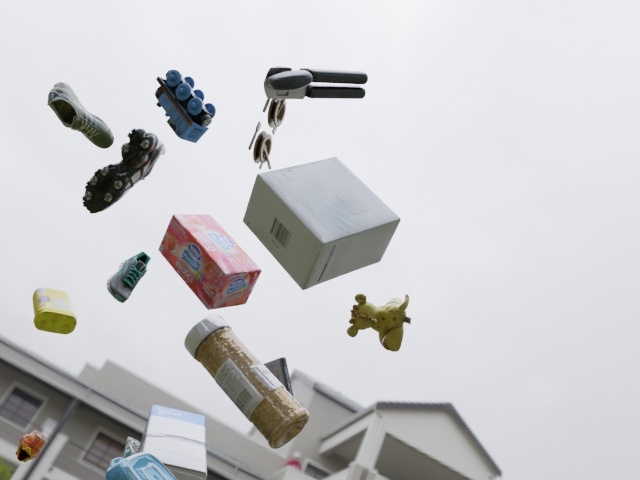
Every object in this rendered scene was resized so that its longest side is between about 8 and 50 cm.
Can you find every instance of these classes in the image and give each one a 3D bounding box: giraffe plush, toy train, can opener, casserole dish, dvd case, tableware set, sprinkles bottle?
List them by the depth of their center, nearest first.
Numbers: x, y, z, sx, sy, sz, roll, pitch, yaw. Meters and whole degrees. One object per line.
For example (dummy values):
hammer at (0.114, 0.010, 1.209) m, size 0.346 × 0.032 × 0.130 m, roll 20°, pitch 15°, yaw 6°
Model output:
casserole dish at (-0.247, 0.393, 1.038) m, size 0.188 × 0.037 × 0.114 m, roll 42°, pitch 7°, yaw 16°
toy train at (-0.327, -0.321, 1.599) m, size 0.105 × 0.080 × 0.184 m, roll -44°, pitch -111°, yaw 16°
can opener at (-0.001, -0.368, 1.613) m, size 0.095 × 0.284 × 0.075 m, roll 42°, pitch -50°, yaw 51°
sprinkles bottle at (-0.184, 0.338, 1.644) m, size 0.355 × 0.121 × 0.121 m, roll 43°, pitch -30°, yaw 25°
tableware set at (-0.123, -0.283, 1.734) m, size 0.039 × 0.194 × 0.128 m, roll 15°, pitch -16°, yaw 14°
giraffe plush at (0.167, 0.239, 2.060) m, size 0.171 × 0.181 × 0.210 m, roll 9°, pitch -20°, yaw -6°
dvd case at (-0.188, 0.525, 2.382) m, size 0.030 × 0.179 × 0.239 m, roll 4°, pitch -23°, yaw -45°

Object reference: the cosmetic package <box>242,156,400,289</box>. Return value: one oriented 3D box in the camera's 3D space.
cosmetic package at (0.002, -0.044, 1.413) m, size 0.224 × 0.225 × 0.138 m, roll 47°, pitch -47°, yaw 27°

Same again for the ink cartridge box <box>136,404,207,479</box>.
ink cartridge box at (-0.408, 0.632, 1.738) m, size 0.166 × 0.285 × 0.395 m, roll 17°, pitch 1°, yaw -11°

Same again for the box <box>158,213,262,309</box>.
box at (-0.339, 0.058, 2.060) m, size 0.300 × 0.154 × 0.142 m, roll 44°, pitch -61°, yaw 31°

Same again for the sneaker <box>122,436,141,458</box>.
sneaker at (-0.610, 0.709, 2.196) m, size 0.107 × 0.110 × 0.275 m, roll 33°, pitch -18°, yaw -3°

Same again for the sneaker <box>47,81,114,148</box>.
sneaker at (-0.581, -0.283, 1.621) m, size 0.064 × 0.086 × 0.192 m, roll -28°, pitch -60°, yaw 18°

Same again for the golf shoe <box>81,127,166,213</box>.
golf shoe at (-0.517, -0.170, 1.808) m, size 0.105 × 0.273 × 0.120 m, roll 46°, pitch 6°, yaw 19°

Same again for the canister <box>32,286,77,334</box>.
canister at (-0.857, 0.223, 2.173) m, size 0.126 × 0.170 × 0.073 m, roll 17°, pitch -74°, yaw -32°

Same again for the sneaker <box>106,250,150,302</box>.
sneaker at (-0.441, 0.078, 1.569) m, size 0.076 × 0.166 × 0.065 m, roll -37°, pitch -65°, yaw 20°

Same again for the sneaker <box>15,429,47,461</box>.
sneaker at (-0.734, 0.520, 1.684) m, size 0.064 × 0.067 × 0.175 m, roll 41°, pitch -39°, yaw -2°
